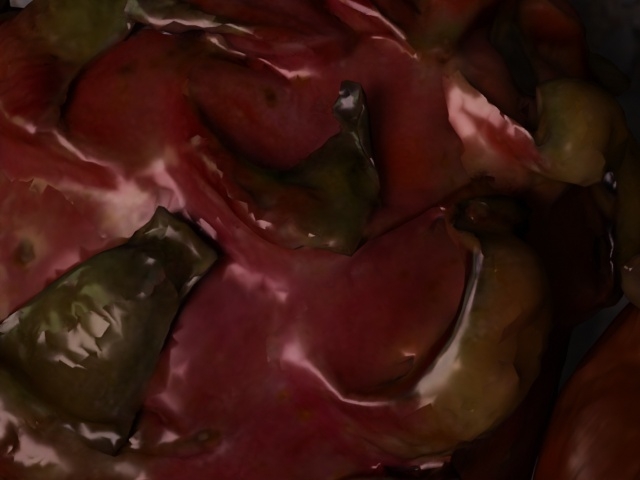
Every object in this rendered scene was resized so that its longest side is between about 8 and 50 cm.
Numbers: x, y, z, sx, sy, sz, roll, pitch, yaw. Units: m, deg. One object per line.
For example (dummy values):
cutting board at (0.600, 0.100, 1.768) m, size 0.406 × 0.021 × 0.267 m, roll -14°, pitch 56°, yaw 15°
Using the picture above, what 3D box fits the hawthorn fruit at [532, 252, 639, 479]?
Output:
hawthorn fruit at (0.198, 0.095, 0.601) m, size 0.300 × 0.275 × 0.275 m, roll 39°, pitch 125°, yaw -18°

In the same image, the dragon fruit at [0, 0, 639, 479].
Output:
dragon fruit at (0.000, 0.000, 0.699) m, size 0.263 × 0.314 × 0.296 m, roll -36°, pitch 81°, yaw 29°
